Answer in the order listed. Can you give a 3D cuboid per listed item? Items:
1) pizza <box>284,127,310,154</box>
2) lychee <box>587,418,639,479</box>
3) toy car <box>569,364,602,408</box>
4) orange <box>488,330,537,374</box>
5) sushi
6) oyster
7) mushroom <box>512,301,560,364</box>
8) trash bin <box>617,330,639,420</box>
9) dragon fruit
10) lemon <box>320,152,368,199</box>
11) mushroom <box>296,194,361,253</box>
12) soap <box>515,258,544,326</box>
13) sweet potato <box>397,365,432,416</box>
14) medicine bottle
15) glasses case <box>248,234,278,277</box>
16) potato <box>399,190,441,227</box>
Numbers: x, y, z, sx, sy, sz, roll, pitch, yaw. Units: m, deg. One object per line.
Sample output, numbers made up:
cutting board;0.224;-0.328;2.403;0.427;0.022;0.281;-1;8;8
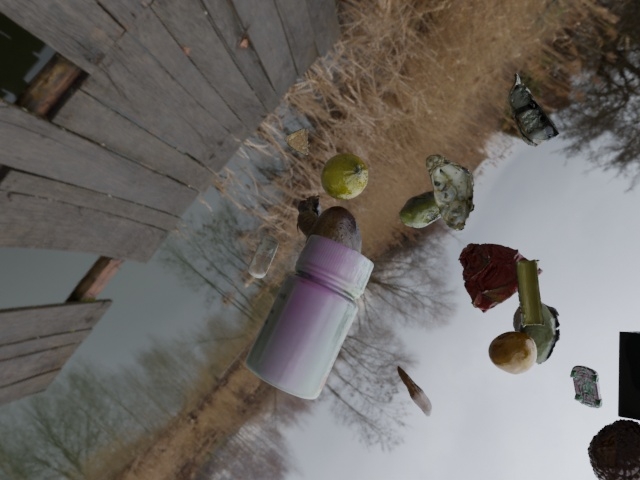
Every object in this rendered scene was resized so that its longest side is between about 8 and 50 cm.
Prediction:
pizza;-0.057;-0.299;1.297;0.078;0.083;0.025;-51;-171;16
lychee;0.784;0.565;1.103;0.188;0.188;0.188;-51;175;-6
toy car;0.771;0.418;1.265;0.055;0.142;0.069;-29;-161;-34
orange;0.661;0.386;1.504;0.159;0.136;0.159;-31;178;-1
sushi;0.728;-0.457;1.567;0.109;0.272;0.134;-35;174;28
oyster;0.477;-0.179;1.621;0.094;0.166;0.294;-71;156;-67
mushroom;0.876;0.366;1.835;0.247;0.130;0.344;-60;172;32
trash bin;0.870;0.353;1.128;0.165;0.115;0.225;165;-72;-65
dragon fruit;0.727;0.157;1.927;0.302;0.330;0.240;-32;142;-14
lemon;0.099;-0.265;1.827;0.192;0.192;0.231;-50;-167;-21
mushroom;0.009;-0.006;1.770;0.334;0.356;0.331;-52;176;-27
soap;0.741;0.186;1.554;0.135;0.076;0.233;15;73;-67
sweet potato;0.391;0.622;1.777;0.058;0.255;0.078;-35;-170;2
medicine bottle;-0.024;0.196;1.167;0.219;0.219;0.388;95;19;-81
glasses case;-0.231;0.062;1.784;0.051;0.081;0.204;-49;-162;51
potato;0.482;-0.144;2.011;0.248;0.169;0.143;-28;129;-14
